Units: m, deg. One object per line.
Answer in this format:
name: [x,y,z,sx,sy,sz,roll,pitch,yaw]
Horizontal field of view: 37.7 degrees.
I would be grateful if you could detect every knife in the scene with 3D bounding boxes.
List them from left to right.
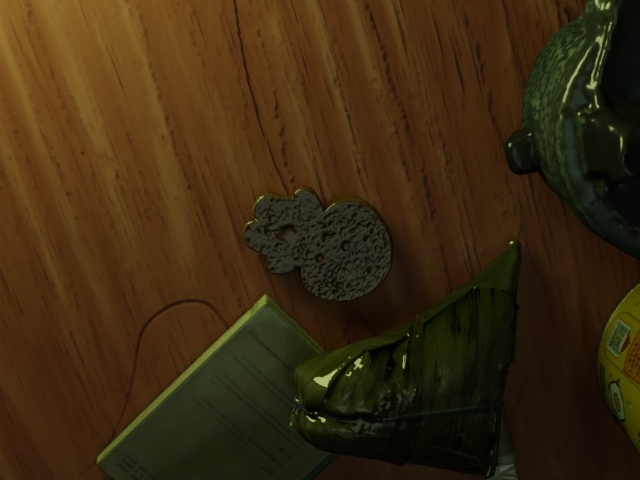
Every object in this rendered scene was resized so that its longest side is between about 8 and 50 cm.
knife: [0.225,0.286,1.165,0.047,0.017,0.298,-15,105,5]

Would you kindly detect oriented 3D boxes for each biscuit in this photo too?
biscuit: [0.000,0.000,1.060,0.175,0.026,0.124,23,99,-12]

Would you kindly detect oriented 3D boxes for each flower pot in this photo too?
flower pot: [0.341,-0.131,0.938,0.299,0.283,0.299,-2,106,-7]

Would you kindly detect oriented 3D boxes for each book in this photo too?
book: [-0.094,0.231,1.108,0.282,0.025,0.215,-42,107,5]

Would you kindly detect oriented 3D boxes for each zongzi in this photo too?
zongzi: [0.100,0.111,1.050,0.250,0.125,0.275,12,89,-20]

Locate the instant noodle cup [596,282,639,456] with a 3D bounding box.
instant noodle cup: [0.473,0.170,1.044,0.325,0.254,0.326,-2,104,-6]
